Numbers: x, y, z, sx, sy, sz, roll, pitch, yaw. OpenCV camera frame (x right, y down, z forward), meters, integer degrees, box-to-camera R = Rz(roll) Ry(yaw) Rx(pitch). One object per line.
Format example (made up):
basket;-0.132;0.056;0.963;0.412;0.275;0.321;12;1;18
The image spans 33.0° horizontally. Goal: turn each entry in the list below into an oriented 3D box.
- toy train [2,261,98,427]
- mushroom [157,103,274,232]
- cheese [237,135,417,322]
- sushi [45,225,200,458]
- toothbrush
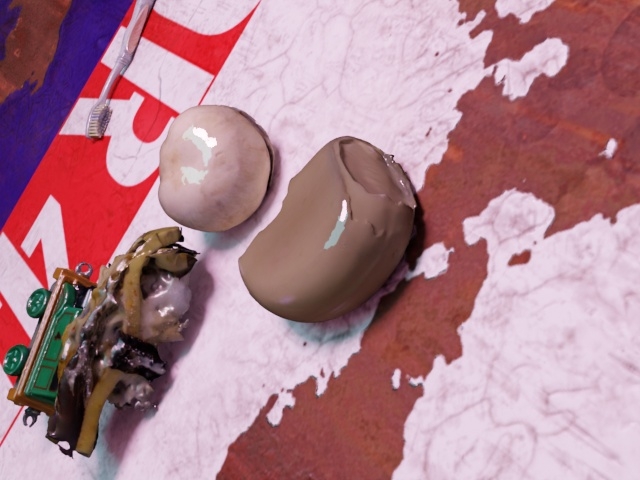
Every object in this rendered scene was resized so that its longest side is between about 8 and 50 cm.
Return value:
toy train;-0.328;0.137;1.408;0.136;0.091;0.228;6;70;41
mushroom;-0.128;-0.085;1.291;0.154;0.122;0.154;1;92;20
cheese;0.000;0.000;1.095;0.202;0.091;0.175;-42;39;24
sushi;-0.236;0.112;1.291;0.139;0.131;0.291;-145;77;-77
toothbrush;-0.300;-0.332;1.727;0.037;0.028;0.375;5;71;46
